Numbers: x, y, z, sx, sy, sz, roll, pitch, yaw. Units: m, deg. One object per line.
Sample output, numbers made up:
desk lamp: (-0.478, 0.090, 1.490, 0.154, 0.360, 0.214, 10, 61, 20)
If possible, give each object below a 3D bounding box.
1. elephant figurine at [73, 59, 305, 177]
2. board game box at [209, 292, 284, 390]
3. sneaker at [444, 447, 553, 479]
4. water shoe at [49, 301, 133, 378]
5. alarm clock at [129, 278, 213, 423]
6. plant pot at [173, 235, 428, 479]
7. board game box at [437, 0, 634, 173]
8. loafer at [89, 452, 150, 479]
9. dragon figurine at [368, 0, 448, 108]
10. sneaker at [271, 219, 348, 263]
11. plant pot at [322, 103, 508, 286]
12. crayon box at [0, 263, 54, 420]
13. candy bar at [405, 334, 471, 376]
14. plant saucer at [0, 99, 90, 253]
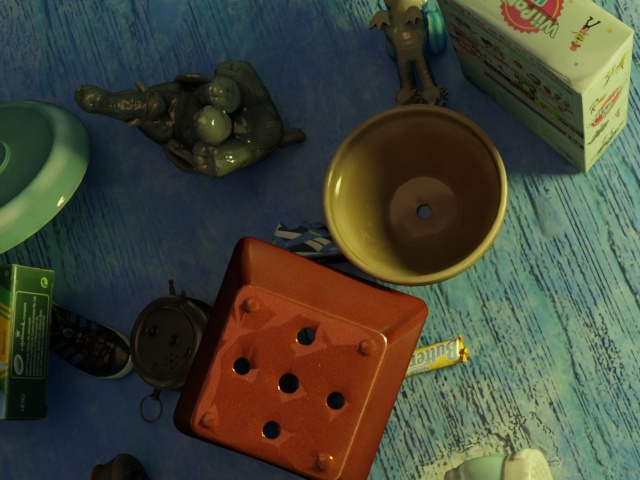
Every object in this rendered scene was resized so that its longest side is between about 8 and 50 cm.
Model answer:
elephant figurine: (-0.183, -0.172, 1.623, 0.239, 0.186, 0.169, 6, 41, 41)
board game box: (-0.094, 0.139, 1.585, 0.133, 0.033, 0.168, 4, 81, 28)
sneaker: (0.218, 0.440, 1.406, 0.150, 0.135, 0.366, -11, 72, 30)
water shoe: (-0.352, 0.135, 1.626, 0.203, 0.080, 0.073, 22, 85, 18)
alarm clock: (-0.203, 0.158, 1.585, 0.129, 0.064, 0.192, 21, 93, 29)
plant pot: (-0.030, 0.161, 1.414, 0.267, 0.236, 0.267, 20, 91, 2)
board game box: (0.265, -0.223, 1.433, 0.224, 0.303, 0.097, 41, 90, 18)
loafer: (-0.305, 0.457, 1.515, 0.130, 0.134, 0.366, 5, 79, 15)
dragon figurine: (0.123, -0.297, 1.599, 0.085, 0.144, 0.289, -8, 57, 14)
sneaker: (0.000, 0.000, 1.583, 0.144, 0.053, 0.059, -1, 75, 13)
plant pot: (0.128, -0.050, 1.531, 0.237, 0.110, 0.237, -3, 77, 12)
crayon box: (-0.519, 0.141, 1.615, 0.323, 0.083, 0.203, -3, 81, 31)
candy bar: (0.117, 0.161, 1.536, 0.161, 0.018, 0.040, -16, 75, 11)
plant saucer: (-0.478, -0.094, 1.651, 0.317, 0.043, 0.317, -12, 46, 13)
